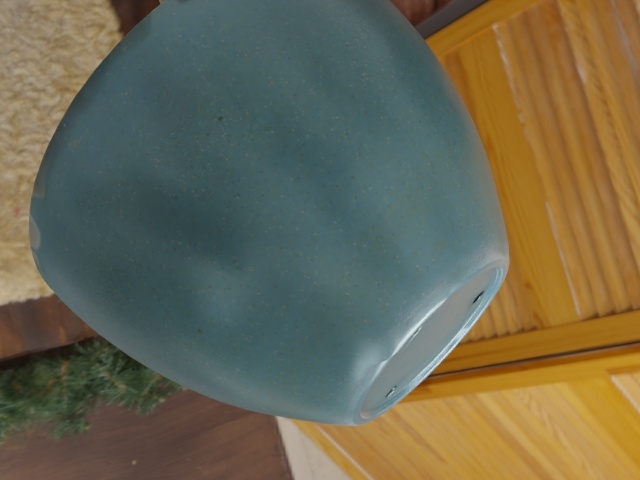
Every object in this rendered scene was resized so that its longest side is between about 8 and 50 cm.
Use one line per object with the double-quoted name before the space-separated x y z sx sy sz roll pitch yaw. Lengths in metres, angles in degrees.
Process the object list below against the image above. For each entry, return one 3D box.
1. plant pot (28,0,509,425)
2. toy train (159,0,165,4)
"plant pot" 0.000 0.000 0.479 0.195 0.290 0.290 43 42 22
"toy train" -0.060 -0.226 0.576 0.142 0.190 0.334 9 75 -15
